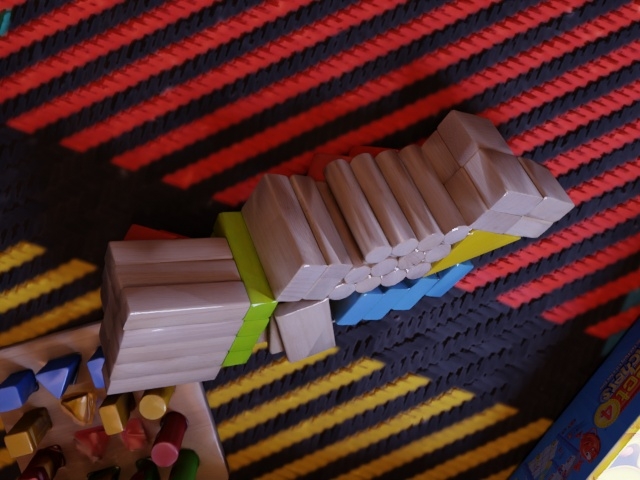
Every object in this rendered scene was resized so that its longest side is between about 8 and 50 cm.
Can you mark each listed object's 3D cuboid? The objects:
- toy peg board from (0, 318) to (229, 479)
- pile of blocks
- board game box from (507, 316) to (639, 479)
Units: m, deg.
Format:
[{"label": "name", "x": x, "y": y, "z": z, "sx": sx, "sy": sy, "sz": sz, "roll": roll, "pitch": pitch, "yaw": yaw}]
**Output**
[{"label": "toy peg board", "x": -0.172, "y": 0.151, "z": 0.568, "sx": 0.161, "sy": 0.079, "sz": 0.160, "roll": -15, "pitch": 101, "yaw": -1}, {"label": "pile of blocks", "x": 0.000, "y": 0.000, "z": 0.554, "sx": 0.362, "sy": 0.149, "sz": 0.112, "roll": -18, "pitch": 57, "yaw": -9}, {"label": "board game box", "x": 0.343, "y": 0.227, "z": 0.608, "sx": 0.308, "sy": 0.086, "sz": 0.302, "roll": 35, "pitch": 96, "yaw": -9}]
